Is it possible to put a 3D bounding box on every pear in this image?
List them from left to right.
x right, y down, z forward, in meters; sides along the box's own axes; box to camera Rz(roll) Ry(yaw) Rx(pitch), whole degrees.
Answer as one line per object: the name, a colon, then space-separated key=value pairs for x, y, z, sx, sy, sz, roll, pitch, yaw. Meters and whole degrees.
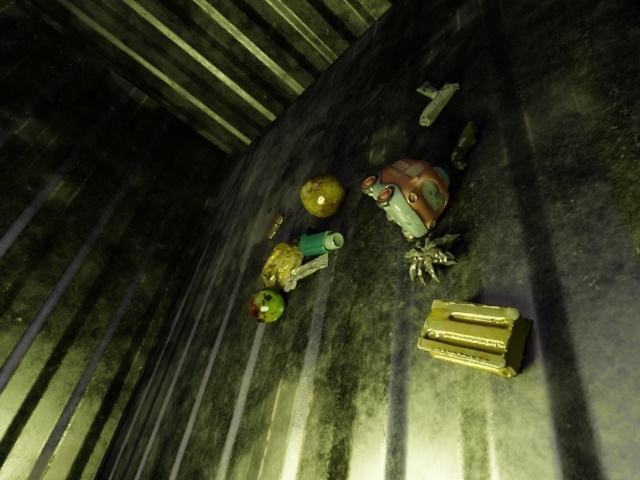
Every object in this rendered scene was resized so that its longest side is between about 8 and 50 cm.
pear: x=0.006 y=-0.207 z=1.848 sx=0.197 sy=0.197 sz=0.198 roll=-39 pitch=31 yaw=29

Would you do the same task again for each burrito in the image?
burrito: x=0.456 y=-0.529 z=1.609 sx=0.203 sy=0.064 sz=0.064 roll=-52 pitch=27 yaw=4

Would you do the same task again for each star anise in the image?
star anise: x=0.314 y=0.039 z=1.197 sx=0.181 sy=0.061 sz=0.204 roll=-55 pitch=26 yaw=1

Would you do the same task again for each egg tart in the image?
egg tart: x=-0.185 y=0.106 z=1.910 sx=0.278 sy=0.095 sz=0.279 roll=-38 pitch=32 yaw=28

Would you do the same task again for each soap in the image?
soap: x=0.342 y=0.214 z=0.940 sx=0.233 sy=0.076 sz=0.135 roll=-5 pitch=55 yaw=56

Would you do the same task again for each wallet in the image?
wallet: x=-0.254 y=-0.084 z=2.299 sx=0.153 sy=0.038 sz=0.118 roll=-57 pitch=24 yaw=6

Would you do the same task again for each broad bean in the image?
broad bean: x=0.470 y=-0.314 z=1.352 sx=0.070 sy=0.048 sz=0.214 roll=-11 pitch=51 yaw=55

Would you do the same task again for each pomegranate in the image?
pomegranate: x=-0.230 y=0.241 z=1.743 sx=0.156 sy=0.156 sz=0.221 roll=-31 pitch=60 yaw=39

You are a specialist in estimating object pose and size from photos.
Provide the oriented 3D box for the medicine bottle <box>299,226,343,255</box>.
medicine bottle: x=0.000 y=0.000 z=1.739 sx=0.258 sy=0.079 sz=0.124 roll=-9 pitch=49 yaw=55

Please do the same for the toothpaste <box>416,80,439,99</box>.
toothpaste: x=0.457 y=-0.623 z=1.740 sx=0.060 sy=0.038 sz=0.234 roll=-42 pitch=27 yaw=18

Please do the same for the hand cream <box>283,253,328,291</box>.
hand cream: x=-0.065 y=0.136 z=1.734 sx=0.256 sy=0.050 sz=0.084 roll=-37 pitch=29 yaw=27

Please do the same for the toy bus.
toy bus: x=0.290 y=-0.152 z=1.339 sx=0.232 sy=0.194 sz=0.288 roll=-40 pitch=27 yaw=3
